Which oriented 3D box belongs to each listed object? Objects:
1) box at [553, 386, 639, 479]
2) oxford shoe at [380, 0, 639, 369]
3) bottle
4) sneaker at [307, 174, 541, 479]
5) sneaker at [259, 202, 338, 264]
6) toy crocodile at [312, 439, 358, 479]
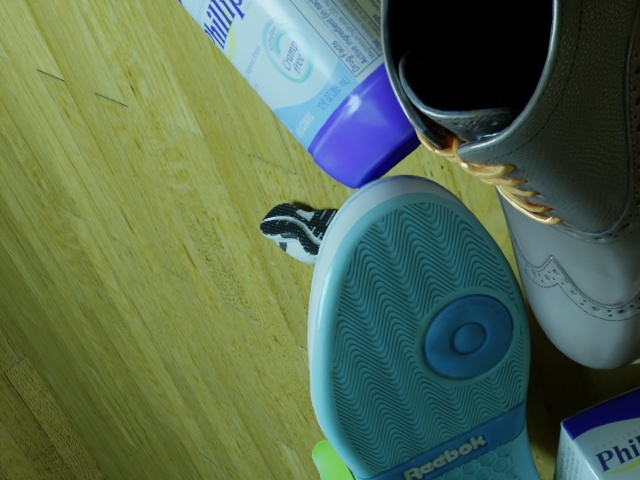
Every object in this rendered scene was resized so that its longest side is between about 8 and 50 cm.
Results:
[{"bbox_3d":[0.197,0.172,0.610,0.126,0.072,0.137,82,163,-50],"label":"box"},{"bbox_3d":[0.085,-0.059,0.440,0.130,0.133,0.363,28,148,41],"label":"oxford shoe"},{"bbox_3d":[-0.038,-0.161,0.562,0.283,0.092,0.118,50,158,2],"label":"bottle"},{"bbox_3d":[0.044,0.067,0.671,0.208,0.127,0.319,-118,11,-56],"label":"sneaker"},{"bbox_3d":[0.000,0.000,0.814,0.044,0.040,0.109,46,166,-34],"label":"sneaker"},{"bbox_3d":[0.080,0.290,0.782,0.115,0.105,0.340,28,-156,-52],"label":"toy crocodile"}]
